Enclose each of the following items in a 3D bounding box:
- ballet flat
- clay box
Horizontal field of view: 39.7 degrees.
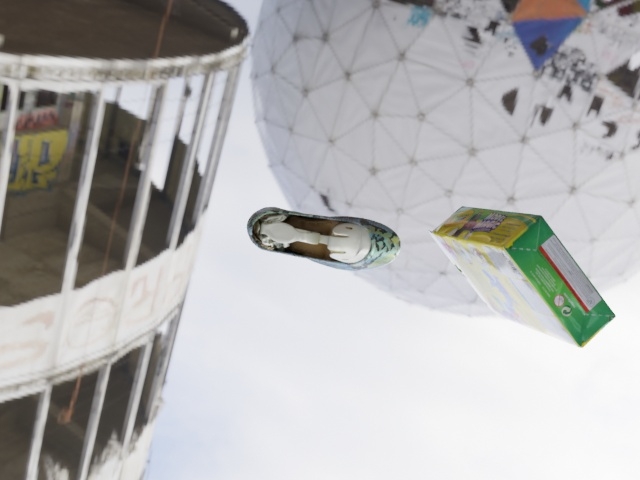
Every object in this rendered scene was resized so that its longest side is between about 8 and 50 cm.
[{"bbox_3d":[0.000,0.000,1.053,0.188,0.070,0.070,6,-160,10],"label":"ballet flat"},{"bbox_3d":[0.195,0.029,0.911,0.127,0.053,0.222,51,174,-12],"label":"clay box"}]
